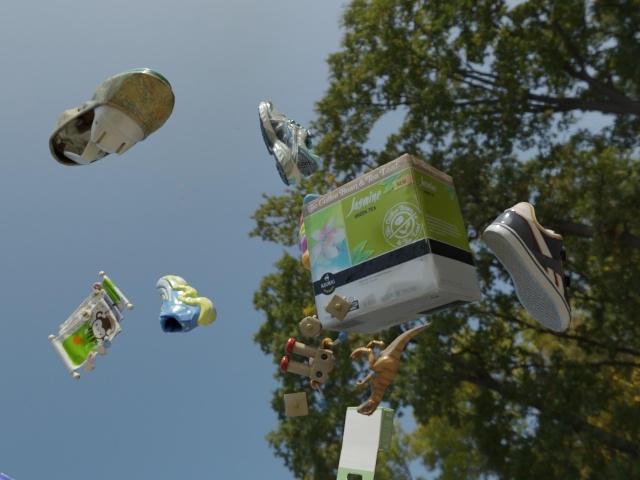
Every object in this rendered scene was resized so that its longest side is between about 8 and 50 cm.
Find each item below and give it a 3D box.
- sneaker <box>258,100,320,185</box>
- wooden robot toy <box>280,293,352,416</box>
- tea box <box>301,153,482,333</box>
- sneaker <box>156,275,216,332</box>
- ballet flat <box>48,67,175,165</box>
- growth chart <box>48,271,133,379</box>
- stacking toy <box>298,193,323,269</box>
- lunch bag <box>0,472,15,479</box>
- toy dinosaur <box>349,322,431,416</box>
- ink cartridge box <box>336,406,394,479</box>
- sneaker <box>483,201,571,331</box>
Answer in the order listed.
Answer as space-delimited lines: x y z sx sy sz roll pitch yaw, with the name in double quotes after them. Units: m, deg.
-0.085 -0.272 1.534 0.122 0.283 0.110 -20 -28 -9 "sneaker"
-0.007 0.157 0.785 0.079 0.076 0.173 55 -128 -78 "wooden robot toy"
0.160 0.024 1.355 0.220 0.329 0.324 16 -122 -48 "tea box"
-0.383 0.166 1.466 0.126 0.240 0.091 -28 -56 -40 "sneaker"
-0.377 -0.196 0.996 0.123 0.348 0.123 7 -99 -46 "ballet flat"
-0.580 0.217 1.440 0.237 0.172 0.021 -52 -24 -8 "growth chart"
0.000 0.000 1.601 0.165 0.302 0.175 12 -65 5 "stacking toy"
-0.536 0.588 1.028 0.221 0.293 0.138 -60 -39 -38 "lunch bag"
0.124 0.221 1.051 0.064 0.112 0.212 21 -83 -51 "toy dinosaur"
0.130 0.611 1.665 0.056 0.171 0.235 22 -116 -29 "ink cartridge box"
0.492 0.059 1.262 0.127 0.126 0.321 -43 -66 -17 "sneaker"
